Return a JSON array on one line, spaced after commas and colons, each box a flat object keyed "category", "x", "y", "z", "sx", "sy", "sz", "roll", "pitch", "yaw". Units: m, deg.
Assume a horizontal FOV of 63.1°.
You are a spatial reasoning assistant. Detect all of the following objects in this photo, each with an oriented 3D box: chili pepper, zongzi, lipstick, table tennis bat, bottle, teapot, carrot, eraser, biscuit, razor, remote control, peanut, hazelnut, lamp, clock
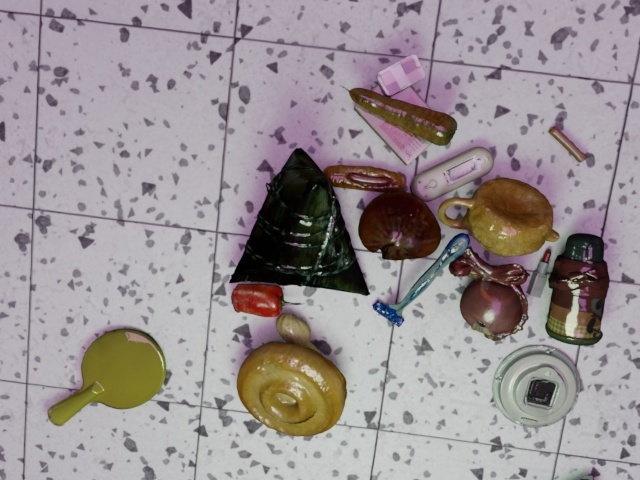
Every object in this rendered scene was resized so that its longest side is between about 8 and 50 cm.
[{"category": "chili pepper", "x": -0.134, "y": 0.160, "z": 1.371, "sx": 0.192, "sy": 0.086, "sz": 0.084, "roll": 4, "pitch": 68, "yaw": 11}, {"category": "zongzi", "x": 0.000, "y": 0.000, "z": 1.293, "sx": 0.362, "sy": 0.319, "sz": 0.383, "roll": 16, "pitch": 115, "yaw": -13}, {"category": "lipstick", "x": 0.575, "y": 0.083, "z": 1.358, "sx": 0.030, "sy": 0.030, "sz": 0.129, "roll": 15, "pitch": 99, "yaw": 0}, {"category": "table tennis bat", "x": -0.596, "y": 0.394, "z": 1.446, "sx": 0.369, "sy": 0.054, "sz": 0.224, "roll": -36, "pitch": 96, "yaw": 3}, {"category": "bottle", "x": 0.640, "y": 0.118, "z": 1.297, "sx": 0.143, "sy": 0.156, "sz": 0.271, "roll": 0, "pitch": 103, "yaw": -4}, {"category": "teapot", "x": 0.441, "y": -0.041, "z": 1.285, "sx": 0.311, "sy": 0.203, "sz": 0.167, "roll": 8, "pitch": 141, "yaw": 0}, {"category": "carrot", "x": 0.182, "y": -0.309, "z": 1.241, "sx": 0.298, "sy": 0.078, "sz": 0.078, "roll": 24, "pitch": 99, "yaw": 1}, {"category": "eraser", "x": 0.192, "y": -0.394, "z": 1.248, "sx": 0.105, "sy": 0.026, "sz": 0.065, "roll": -29, "pitch": 99, "yaw": 4}, {"category": "biscuit", "x": -0.080, "y": 0.396, "z": 1.355, "sx": 0.297, "sy": 0.102, "sz": 0.296, "roll": 7, "pitch": 120, "yaw": 11}, {"category": "razor", "x": 0.258, "y": 0.104, "z": 1.307, "sx": 0.093, "sy": 0.056, "sz": 0.324, "roll": 37, "pitch": 120, "yaw": -4}, {"category": "remote control", "x": 0.334, "y": -0.168, "z": 1.326, "sx": 0.221, "sy": 0.042, "sz": 0.078, "roll": -25, "pitch": 97, "yaw": 5}, {"category": "peanut", "x": -0.054, "y": 0.274, "z": 1.390, "sx": 0.082, "sy": 0.082, "sz": 0.187, "roll": -24, "pitch": 97, "yaw": 6}, {"category": "hazelnut", "x": 0.199, "y": -0.029, "z": 1.289, "sx": 0.204, "sy": 0.178, "sz": 0.178, "roll": 29, "pitch": 98, "yaw": -2}, {"category": "lamp", "x": 0.420, "y": 0.138, "z": 1.318, "sx": 0.215, "sy": 0.151, "sz": 0.223, "roll": 14, "pitch": 93, "yaw": 14}, {"category": "clock", "x": 0.583, "y": 0.400, "z": 1.395, "sx": 0.237, "sy": 0.053, "sz": 0.236, "roll": 1, "pitch": 99, "yaw": 3}]

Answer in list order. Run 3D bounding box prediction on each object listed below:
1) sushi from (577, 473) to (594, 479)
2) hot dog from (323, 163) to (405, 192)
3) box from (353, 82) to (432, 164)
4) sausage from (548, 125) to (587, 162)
[{"category": "sushi", "x": 0.689, "y": 0.772, "z": 1.448, "sx": 0.220, "sy": 0.047, "sz": 0.231, "roll": -30, "pitch": 100, "yaw": 1}, {"category": "hot dog", "x": 0.112, "y": -0.159, "z": 1.334, "sx": 0.216, "sy": 0.047, "sz": 0.066, "roll": 9, "pitch": 96, "yaw": 1}, {"category": "box", "x": 0.199, "y": -0.306, "z": 1.303, "sx": 0.141, "sy": 0.058, "sz": 0.201, "roll": -42, "pitch": 95, "yaw": 7}, {"category": "sausage", "x": 0.620, "y": -0.243, "z": 1.312, "sx": 0.116, "sy": 0.026, "sz": 0.026, "roll": 42, "pitch": 98, "yaw": -3}]
